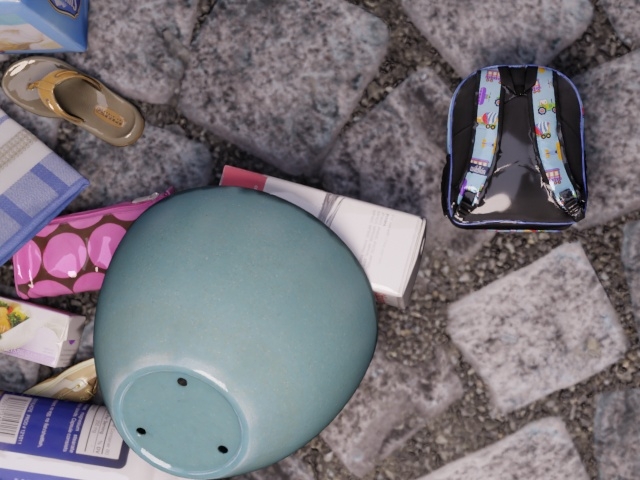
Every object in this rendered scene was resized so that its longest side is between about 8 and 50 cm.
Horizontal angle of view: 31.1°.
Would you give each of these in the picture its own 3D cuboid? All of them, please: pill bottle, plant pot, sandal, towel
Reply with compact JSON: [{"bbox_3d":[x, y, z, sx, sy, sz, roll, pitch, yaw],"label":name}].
[{"bbox_3d":[-0.254,0.254,1.246,0.264,0.153,0.153,10,86,-2],"label":"pill bottle"},{"bbox_3d":[-0.104,0.119,1.127,0.290,0.195,0.290,7,122,12],"label":"plant pot"},{"bbox_3d":[-0.291,-0.167,1.345,0.180,0.049,0.072,26,88,8],"label":"sandal"},{"bbox_3d":[-0.431,-0.075,1.308,0.285,0.034,0.209,35,68,19],"label":"towel"}]

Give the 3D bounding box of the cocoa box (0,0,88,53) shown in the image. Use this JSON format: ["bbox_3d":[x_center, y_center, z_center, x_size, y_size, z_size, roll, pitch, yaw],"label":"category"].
[{"bbox_3d":[-0.455,-0.337,1.285,0.347,0.231,0.228,0,86,6],"label":"cocoa box"}]

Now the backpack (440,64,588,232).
[{"bbox_3d":[0.210,-0.099,1.253,0.158,0.117,0.173,-1,85,6],"label":"backpack"}]

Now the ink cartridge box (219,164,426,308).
[{"bbox_3d":[0.000,0.000,1.245,0.217,0.158,0.092,13,83,7],"label":"ink cartridge box"}]

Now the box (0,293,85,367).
[{"bbox_3d":[-0.436,0.077,1.331,0.323,0.067,0.063,14,86,8],"label":"box"}]

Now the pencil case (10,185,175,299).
[{"bbox_3d":[-0.250,0.004,1.307,0.209,0.095,0.098,-12,115,4],"label":"pencil case"}]

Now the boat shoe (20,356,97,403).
[{"bbox_3d":[-0.280,0.167,1.318,0.135,0.050,0.045,-27,86,13],"label":"boat shoe"}]
